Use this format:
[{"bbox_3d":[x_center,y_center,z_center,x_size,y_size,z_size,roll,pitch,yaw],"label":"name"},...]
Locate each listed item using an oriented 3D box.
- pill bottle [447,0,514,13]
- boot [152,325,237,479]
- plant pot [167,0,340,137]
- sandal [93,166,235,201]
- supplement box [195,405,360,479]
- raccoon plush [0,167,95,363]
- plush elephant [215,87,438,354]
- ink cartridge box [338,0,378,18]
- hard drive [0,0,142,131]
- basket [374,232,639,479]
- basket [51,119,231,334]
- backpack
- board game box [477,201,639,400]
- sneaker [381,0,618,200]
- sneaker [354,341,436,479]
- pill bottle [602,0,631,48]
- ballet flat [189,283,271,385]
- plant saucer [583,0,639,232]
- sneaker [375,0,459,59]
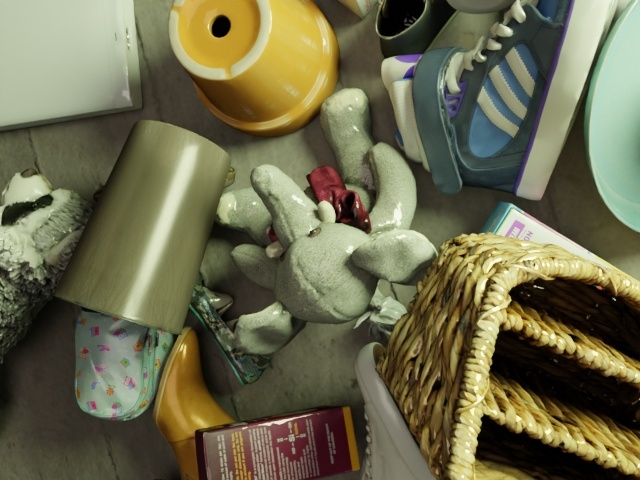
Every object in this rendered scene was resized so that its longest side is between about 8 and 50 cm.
[{"bbox_3d":[0.186,-0.346,0.661,0.086,0.086,0.152,2,82,13],"label":"pill bottle"},{"bbox_3d":[-0.127,0.281,0.827,0.211,0.104,0.295,9,89,3],"label":"boot"},{"bbox_3d":[-0.093,-0.248,0.745,0.205,0.188,0.205,0,91,14],"label":"plant pot"},{"bbox_3d":[-0.226,-0.069,0.849,0.219,0.090,0.060,-6,112,7],"label":"sandal"},{"bbox_3d":[-0.059,0.267,0.747,0.188,0.104,0.081,-5,77,-20],"label":"supplement box"},{"bbox_3d":[-0.432,0.112,0.880,0.299,0.216,0.446,1,122,2],"label":"raccoon plush"},{"bbox_3d":[0.000,0.000,0.695,0.272,0.255,0.330,-33,84,12],"label":"plush elephant"},{"bbox_3d":[0.073,-0.372,0.743,0.063,0.109,0.150,41,100,7],"label":"ink cartridge box"},{"bbox_3d":[-0.430,-0.284,0.902,0.307,0.040,0.203,-5,90,13],"label":"hard drive"},{"bbox_3d":[0.237,0.134,0.523,0.299,0.223,0.213,26,100,-15],"label":"basket"},{"bbox_3d":[-0.206,-0.016,0.714,0.154,0.204,0.227,21,78,-17],"label":"basket"},{"bbox_3d":[-0.282,0.162,0.838,0.152,0.115,0.182,0,87,16],"label":"backpack"},{"bbox_3d":[0.290,0.135,0.699,0.316,0.064,0.242,31,98,0],"label":"board game box"},{"bbox_3d":[0.173,-0.199,0.648,0.236,0.130,0.323,22,139,20],"label":"sneaker"},{"bbox_3d":[0.084,0.272,0.741,0.123,0.106,0.290,-20,101,18],"label":"sneaker"},{"bbox_3d":[0.396,-0.351,0.644,0.264,0.153,0.153,-40,83,12],"label":"pill bottle"},{"bbox_3d":[-0.138,0.117,0.839,0.070,0.070,0.188,-38,85,12],"label":"ballet flat"},{"bbox_3d":[0.406,-0.158,0.627,0.317,0.044,0.317,-8,113,-18],"label":"plant saucer"},{"bbox_3d":[0.145,-0.325,0.722,0.083,0.118,0.222,30,98,11],"label":"sneaker"}]
